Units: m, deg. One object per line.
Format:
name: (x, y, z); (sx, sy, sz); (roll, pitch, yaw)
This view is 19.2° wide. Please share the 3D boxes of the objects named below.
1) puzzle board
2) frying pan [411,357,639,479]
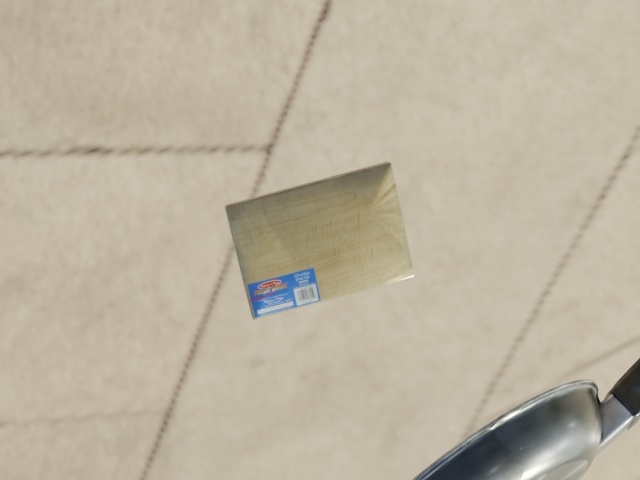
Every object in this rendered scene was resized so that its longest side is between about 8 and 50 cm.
puzzle board: (0.000, 0.000, 1.415); (0.128, 0.011, 0.096); (-15, 115, -5)
frying pan: (0.153, 0.143, 1.249); (0.326, 0.053, 0.197); (-19, 154, -37)
